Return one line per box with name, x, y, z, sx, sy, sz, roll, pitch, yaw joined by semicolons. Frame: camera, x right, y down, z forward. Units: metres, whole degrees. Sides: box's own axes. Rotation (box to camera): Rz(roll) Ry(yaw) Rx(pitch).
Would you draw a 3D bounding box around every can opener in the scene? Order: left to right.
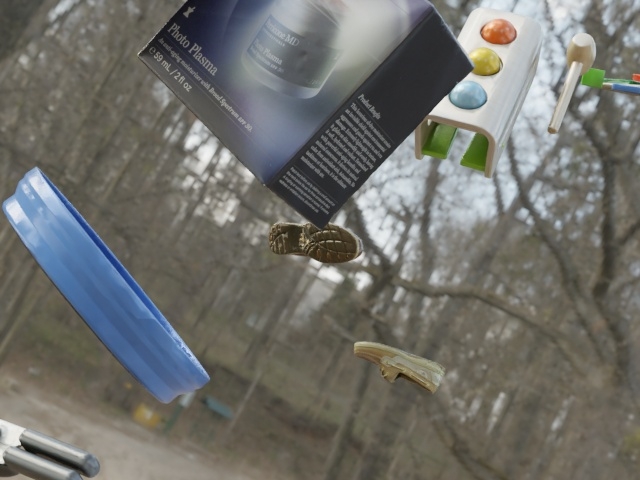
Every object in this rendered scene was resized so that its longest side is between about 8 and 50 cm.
can opener;-0.458;0.345;1.786;0.280;0.074;0.093;7;-45;38

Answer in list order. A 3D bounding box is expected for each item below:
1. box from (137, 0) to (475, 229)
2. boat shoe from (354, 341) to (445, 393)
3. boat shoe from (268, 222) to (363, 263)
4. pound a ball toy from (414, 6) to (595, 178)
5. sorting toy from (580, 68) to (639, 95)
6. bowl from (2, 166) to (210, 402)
box;-0.022;-0.231;1.437;0.296;0.294;0.183;45;3;30
boat shoe;0.107;0.180;1.596;0.135;0.045;0.050;16;-15;15
boat shoe;0.000;0.000;1.755;0.178;0.064;0.060;6;3;41
pound a ball toy;0.295;-0.247;1.747;0.208;0.319;0.135;17;-37;16
sorting toy;0.613;-0.287;2.076;0.196;0.047;0.348;17;11;40
bowl;-0.307;0.070;1.591;0.391;0.077;0.391;50;-8;9
